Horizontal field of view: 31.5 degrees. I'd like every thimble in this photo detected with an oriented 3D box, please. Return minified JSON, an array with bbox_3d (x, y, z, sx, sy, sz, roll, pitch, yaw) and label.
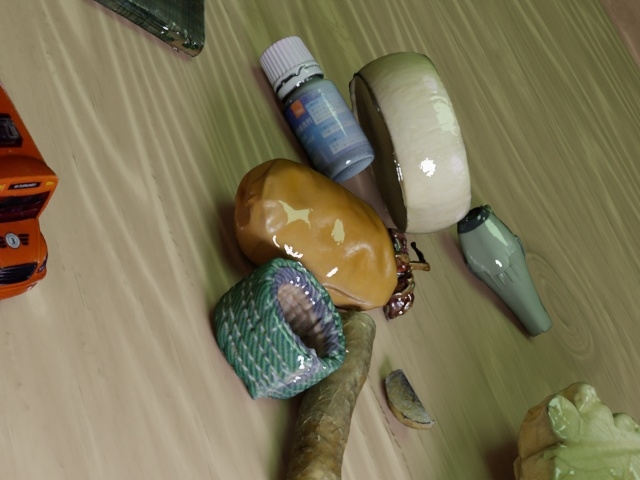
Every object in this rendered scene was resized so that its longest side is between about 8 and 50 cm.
[{"bbox_3d":[-0.042,0.094,1.189,0.118,0.090,0.135,4,55,-53],"label":"thimble"}]

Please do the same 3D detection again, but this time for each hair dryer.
[{"bbox_3d":[0.291,0.045,1.764,0.219,0.088,0.225,63,15,3],"label":"hair dryer"}]

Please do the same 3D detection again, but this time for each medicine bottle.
[{"bbox_3d":[-0.007,-0.179,1.538,0.083,0.083,0.203,-9,67,-58],"label":"medicine bottle"}]

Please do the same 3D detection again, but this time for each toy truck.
[{"bbox_3d":[-0.309,-0.075,0.962,0.253,0.114,0.107,59,28,11],"label":"toy truck"}]

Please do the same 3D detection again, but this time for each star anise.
[{"bbox_3d":[0.107,0.031,1.490,0.191,0.070,0.097,-80,152,-70],"label":"star anise"}]

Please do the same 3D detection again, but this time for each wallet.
[{"bbox_3d":[-0.270,-0.352,1.388,0.317,0.044,0.169,26,43,-37],"label":"wallet"}]

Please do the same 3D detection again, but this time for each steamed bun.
[{"bbox_3d":[0.340,0.341,1.428,0.295,0.137,0.292,40,36,-16],"label":"steamed bun"}]

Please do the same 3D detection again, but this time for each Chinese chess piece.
[{"bbox_3d":[0.121,-0.130,1.540,0.250,0.103,0.250,164,-90,-84],"label":"Chinese chess piece"}]

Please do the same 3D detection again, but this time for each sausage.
[{"bbox_3d":[0.000,0.000,1.321,0.241,0.120,0.136,27,53,-39],"label":"sausage"}]

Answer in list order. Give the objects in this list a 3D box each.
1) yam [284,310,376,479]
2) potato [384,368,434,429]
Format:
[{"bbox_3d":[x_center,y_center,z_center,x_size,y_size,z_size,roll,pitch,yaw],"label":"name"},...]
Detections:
[{"bbox_3d":[0.009,0.179,1.204,0.066,0.066,0.300,44,32,-17],"label":"yam"},{"bbox_3d":[0.098,0.198,1.345,0.037,0.036,0.093,-9,39,-19],"label":"potato"}]
